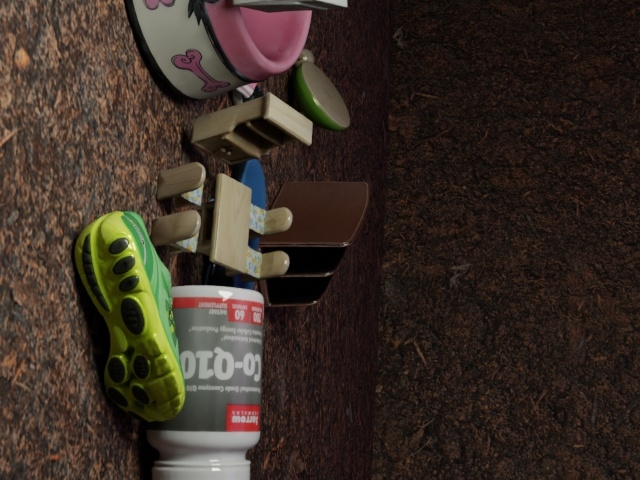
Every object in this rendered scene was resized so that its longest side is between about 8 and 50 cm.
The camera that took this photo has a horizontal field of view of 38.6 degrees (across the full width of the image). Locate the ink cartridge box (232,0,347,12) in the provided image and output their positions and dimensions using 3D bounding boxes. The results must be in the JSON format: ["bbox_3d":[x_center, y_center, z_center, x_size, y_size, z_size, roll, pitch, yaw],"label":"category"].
[{"bbox_3d":[-0.042,-0.403,1.237,0.128,0.127,0.176,-22,111,-68],"label":"ink cartridge box"}]

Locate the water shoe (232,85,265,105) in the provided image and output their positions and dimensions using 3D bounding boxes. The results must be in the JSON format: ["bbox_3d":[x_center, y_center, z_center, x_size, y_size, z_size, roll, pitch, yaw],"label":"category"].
[{"bbox_3d":[-0.113,-0.266,1.770,0.203,0.080,0.073,62,29,-65],"label":"water shoe"}]

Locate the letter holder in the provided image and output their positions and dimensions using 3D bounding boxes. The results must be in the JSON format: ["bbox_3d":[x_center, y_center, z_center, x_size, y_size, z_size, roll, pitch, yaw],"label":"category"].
[{"bbox_3d":[0.000,0.000,1.949,0.302,0.214,0.152,-70,156,-60],"label":"letter holder"}]

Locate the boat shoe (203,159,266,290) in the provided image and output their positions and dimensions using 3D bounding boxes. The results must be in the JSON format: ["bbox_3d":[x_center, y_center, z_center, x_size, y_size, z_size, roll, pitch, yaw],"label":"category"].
[{"bbox_3d":[-0.157,-0.023,1.540,0.109,0.089,0.258,46,47,-54],"label":"boat shoe"}]

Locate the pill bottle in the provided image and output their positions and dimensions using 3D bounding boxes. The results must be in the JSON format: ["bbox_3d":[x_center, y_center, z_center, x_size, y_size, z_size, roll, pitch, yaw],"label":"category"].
[{"bbox_3d":[-0.162,0.213,1.288,0.161,0.161,0.283,40,49,-74],"label":"pill bottle"}]

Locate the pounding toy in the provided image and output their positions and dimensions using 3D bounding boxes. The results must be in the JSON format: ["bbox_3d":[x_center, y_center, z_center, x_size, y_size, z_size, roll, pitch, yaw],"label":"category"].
[{"bbox_3d":[-0.040,-0.336,2.140,0.237,0.110,0.183,61,22,8],"label":"pounding toy"}]

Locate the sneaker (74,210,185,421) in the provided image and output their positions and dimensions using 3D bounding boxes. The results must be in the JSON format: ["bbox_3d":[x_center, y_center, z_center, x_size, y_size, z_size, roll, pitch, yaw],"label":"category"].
[{"bbox_3d":[-0.220,0.099,1.156,0.123,0.109,0.296,-59,145,-62],"label":"sneaker"}]

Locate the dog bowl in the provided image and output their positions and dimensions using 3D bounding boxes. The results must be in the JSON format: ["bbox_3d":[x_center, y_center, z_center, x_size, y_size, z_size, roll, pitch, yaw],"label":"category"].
[{"bbox_3d":[-0.135,-0.420,1.383,0.408,0.150,0.408,0,90,-69],"label":"dog bowl"}]

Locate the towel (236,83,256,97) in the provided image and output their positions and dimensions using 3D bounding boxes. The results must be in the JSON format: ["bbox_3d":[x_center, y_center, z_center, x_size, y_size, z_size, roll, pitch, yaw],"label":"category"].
[{"bbox_3d":[-0.127,-0.375,1.645,0.144,0.029,0.197,45,63,-52],"label":"towel"}]

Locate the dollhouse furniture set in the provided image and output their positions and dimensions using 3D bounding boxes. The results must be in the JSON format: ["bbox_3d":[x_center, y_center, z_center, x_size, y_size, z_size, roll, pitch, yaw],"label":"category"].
[{"bbox_3d":[-0.113,-0.077,1.382,0.212,0.161,0.242,28,59,-49],"label":"dollhouse furniture set"}]
